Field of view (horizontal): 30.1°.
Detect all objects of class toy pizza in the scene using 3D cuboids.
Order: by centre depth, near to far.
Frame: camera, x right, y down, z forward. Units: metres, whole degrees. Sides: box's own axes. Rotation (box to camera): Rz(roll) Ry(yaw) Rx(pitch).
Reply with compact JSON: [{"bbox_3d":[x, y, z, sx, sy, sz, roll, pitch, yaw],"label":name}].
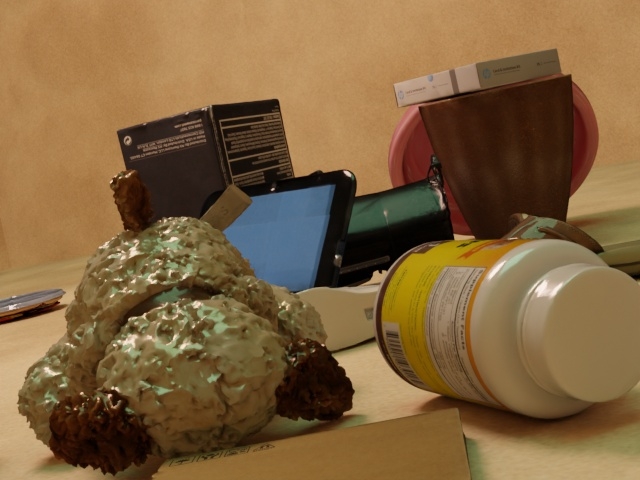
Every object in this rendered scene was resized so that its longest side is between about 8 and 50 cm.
[{"bbox_3d":[-0.576,0.129,2.233,0.201,0.032,0.201,-12,5,1],"label":"toy pizza"}]

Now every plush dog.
[{"bbox_3d":[-0.102,0.078,0.904,0.262,0.211,0.225,-15,32,-16],"label":"plush dog"}]

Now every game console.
[{"bbox_3d":[-0.123,0.031,1.431,0.250,0.173,0.293,-15,6,-44],"label":"game console"}]

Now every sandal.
[{"bbox_3d":[0.257,0.009,1.279,0.302,0.086,0.120,-12,5,-10],"label":"sandal"}]

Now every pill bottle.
[{"bbox_3d":[0.129,0.057,0.817,0.117,0.117,0.215,-13,5,-22],"label":"pill bottle"}]

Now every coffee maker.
[{"bbox_3d":[0.083,-0.023,1.595,0.178,0.171,0.120,-13,21,1],"label":"coffee maker"}]

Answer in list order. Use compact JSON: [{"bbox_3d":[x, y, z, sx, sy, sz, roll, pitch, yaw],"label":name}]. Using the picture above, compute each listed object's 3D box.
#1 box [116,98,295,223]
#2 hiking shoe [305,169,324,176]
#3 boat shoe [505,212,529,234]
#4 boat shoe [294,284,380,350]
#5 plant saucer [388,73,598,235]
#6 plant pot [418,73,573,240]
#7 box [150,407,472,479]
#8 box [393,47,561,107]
[{"bbox_3d":[-0.165,-0.066,1.954,0.182,0.294,0.296,-12,4,21],"label":"box"},{"bbox_3d":[0.000,0.000,1.868,0.113,0.132,0.304,-31,21,22],"label":"hiking shoe"},{"bbox_3d":[0.279,0.009,1.450,0.072,0.068,0.190,0,13,-7],"label":"boat shoe"},{"bbox_3d":[0.029,0.074,1.221,0.184,0.066,0.063,-14,-5,-25],"label":"boat shoe"},{"bbox_3d":[0.268,-0.154,1.880,0.332,0.332,0.084,-11,43,2],"label":"plant saucer"},{"bbox_3d":[0.265,-0.097,1.662,0.215,0.231,0.215,-12,4,1],"label":"plant pot"},{"bbox_3d":[-0.011,0.144,0.706,0.201,0.021,0.164,-11,5,5],"label":"box"},{"bbox_3d":[0.212,-0.221,1.626,0.145,0.038,0.186,-14,4,-31],"label":"box"}]
